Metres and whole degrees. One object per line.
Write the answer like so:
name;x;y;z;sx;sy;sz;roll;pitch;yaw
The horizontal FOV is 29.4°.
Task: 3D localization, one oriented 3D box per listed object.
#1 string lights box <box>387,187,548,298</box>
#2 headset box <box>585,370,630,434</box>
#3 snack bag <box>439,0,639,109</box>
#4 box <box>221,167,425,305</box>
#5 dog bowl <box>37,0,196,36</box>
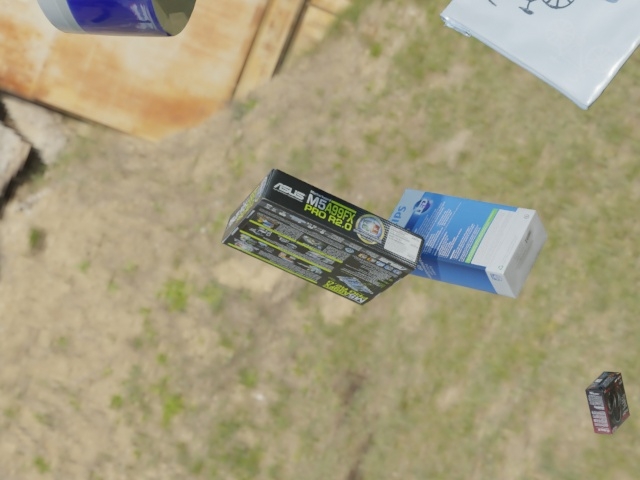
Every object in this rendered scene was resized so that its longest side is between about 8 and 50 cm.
string lights box;0.233;0.000;2.054;0.260;0.076;0.133;13;61;38
headset box;0.433;0.248;1.839;0.032;0.083;0.062;-1;21;43
snack bag;0.408;-0.405;1.934;0.342;0.323;0.037;-53;-26;2
box;0.000;0.000;1.955;0.216;0.270;0.060;-42;26;62
dog bowl;-0.175;-0.315;1.088;0.265;0.104;0.264;5;-90;-83
